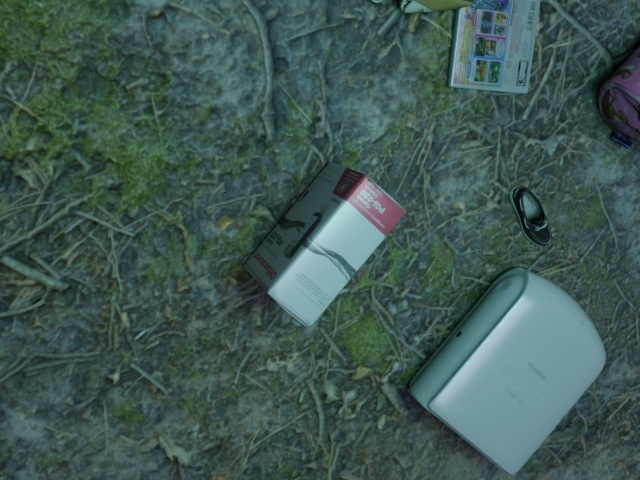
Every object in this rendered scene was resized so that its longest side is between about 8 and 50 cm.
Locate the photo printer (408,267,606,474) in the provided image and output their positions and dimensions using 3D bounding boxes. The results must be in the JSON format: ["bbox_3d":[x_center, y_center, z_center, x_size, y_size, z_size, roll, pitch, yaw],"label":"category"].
[{"bbox_3d":[0.336,0.218,1.271,0.256,0.107,0.307,42,88,-21],"label":"photo printer"}]

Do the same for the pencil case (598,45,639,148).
[{"bbox_3d":[0.649,-0.311,1.227,0.386,0.160,0.167,-42,140,-6],"label":"pencil case"}]

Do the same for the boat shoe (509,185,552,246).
[{"bbox_3d":[0.367,-0.039,1.259,0.046,0.038,0.125,-33,110,-8],"label":"boat shoe"}]

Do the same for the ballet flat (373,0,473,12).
[{"bbox_3d":[0.116,-0.383,1.095,0.232,0.080,0.073,19,124,-18],"label":"ballet flat"}]

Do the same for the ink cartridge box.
[{"bbox_3d":[0.000,0.000,1.086,0.092,0.158,0.218,39,88,-23],"label":"ink cartridge box"}]

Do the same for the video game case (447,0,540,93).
[{"bbox_3d":[0.278,-0.320,1.179,0.143,0.019,0.157,1,103,-18],"label":"video game case"}]
